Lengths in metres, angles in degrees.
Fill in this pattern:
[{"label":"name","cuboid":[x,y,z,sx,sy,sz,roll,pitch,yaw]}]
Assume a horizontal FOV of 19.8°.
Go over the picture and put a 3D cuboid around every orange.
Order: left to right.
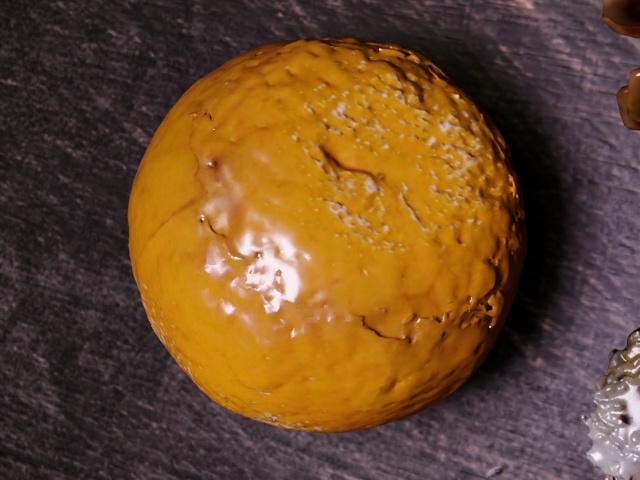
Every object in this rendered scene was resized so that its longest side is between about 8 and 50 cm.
[{"label":"orange","cuboid":[0.000,0.000,1.545,0.341,0.340,0.293,67,152,17]}]

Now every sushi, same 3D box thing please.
[{"label":"sushi","cuboid":[0.277,0.119,1.488,0.097,0.103,0.226,44,110,45]}]

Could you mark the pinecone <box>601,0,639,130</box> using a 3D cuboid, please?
[{"label":"pinecone","cuboid":[0.412,-0.151,1.247,0.397,0.397,0.398,-2,86,34]}]
